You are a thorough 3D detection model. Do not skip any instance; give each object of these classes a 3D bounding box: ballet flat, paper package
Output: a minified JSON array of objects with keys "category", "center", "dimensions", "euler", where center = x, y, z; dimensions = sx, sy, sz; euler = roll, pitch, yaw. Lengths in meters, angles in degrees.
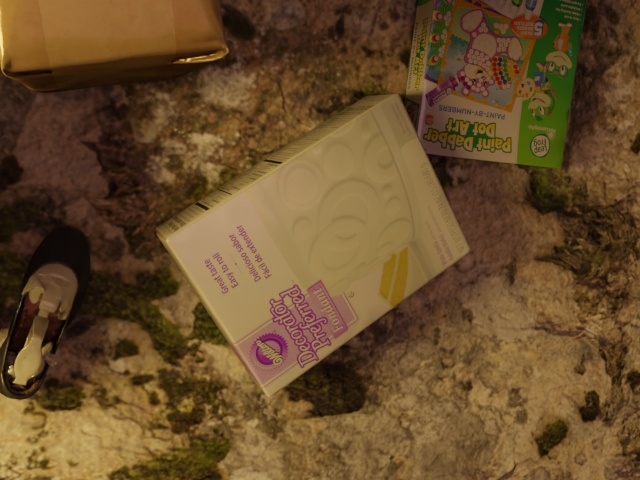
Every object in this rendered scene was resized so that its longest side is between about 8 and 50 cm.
[{"category":"ballet flat","center":[-0.308,0.086,0.747],"dimensions":[0.074,0.074,0.203],"euler":[22,90,-24]},{"category":"paper package","center":[-0.207,-0.304,0.586],"dimensions":[0.168,0.309,0.324],"euler":[-11,103,-16]}]

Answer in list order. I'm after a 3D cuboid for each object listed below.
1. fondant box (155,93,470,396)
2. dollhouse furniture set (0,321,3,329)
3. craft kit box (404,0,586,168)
[{"category":"fondant box","center":[0.000,0.000,0.845],"dimensions":[0.330,0.096,0.238],"euler":[-34,110,-12]},{"category":"dollhouse furniture set","center":[-0.406,0.059,0.699],"dimensions":[0.152,0.076,0.058],"euler":[18,90,-23]},{"category":"craft kit box","center":[0.238,-0.232,0.924],"dimensions":[0.250,0.061,0.246],"euler":[2,101,-22]}]
